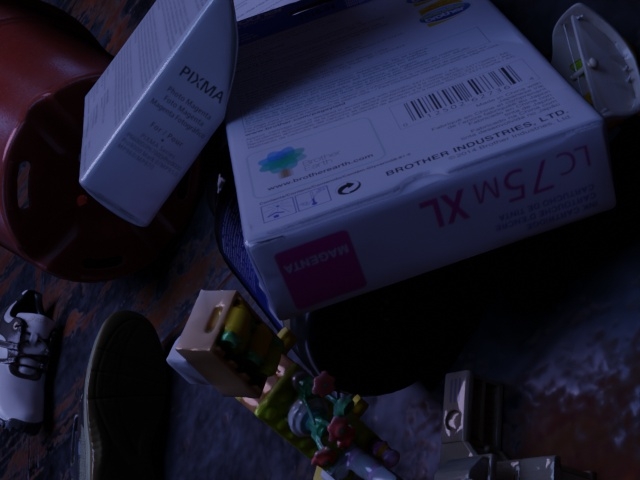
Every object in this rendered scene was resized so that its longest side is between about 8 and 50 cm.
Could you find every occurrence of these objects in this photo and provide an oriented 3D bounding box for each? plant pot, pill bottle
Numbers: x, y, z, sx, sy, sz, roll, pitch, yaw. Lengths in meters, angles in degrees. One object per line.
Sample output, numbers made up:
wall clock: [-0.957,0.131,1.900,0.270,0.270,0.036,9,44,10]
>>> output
plant pot: [-0.268,-0.094,1.044,0.265,0.272,0.272,27,94,49]
pill bottle: [0.000,0.000,0.703,0.123,0.122,0.219,-61,34,11]

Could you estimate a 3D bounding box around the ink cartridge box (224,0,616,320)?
ink cartridge box: [0.034,-0.084,0.640,0.185,0.065,0.311,-19,34,1]

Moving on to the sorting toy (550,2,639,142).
sorting toy: [0.150,-0.081,0.612,0.075,0.044,0.083,-44,41,46]

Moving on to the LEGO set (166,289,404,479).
LEGO set: [0.010,0.153,0.562,0.107,0.132,0.287,30,132,47]

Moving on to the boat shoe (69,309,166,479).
boat shoe: [-0.186,0.173,0.913,0.073,0.080,0.224,-28,56,43]

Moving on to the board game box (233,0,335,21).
board game box: [-0.048,-0.236,0.908,0.305,0.053,0.193,-8,81,60]

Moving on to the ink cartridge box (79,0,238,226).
ink cartridge box: [-0.074,-0.143,0.683,0.232,0.066,0.189,-48,24,11]

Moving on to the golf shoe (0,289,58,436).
golf shoe: [-0.336,0.130,1.159,0.094,0.077,0.198,-55,36,19]

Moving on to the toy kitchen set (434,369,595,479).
toy kitchen set: [0.093,0.102,0.559,0.083,0.068,0.075,-21,55,49]
